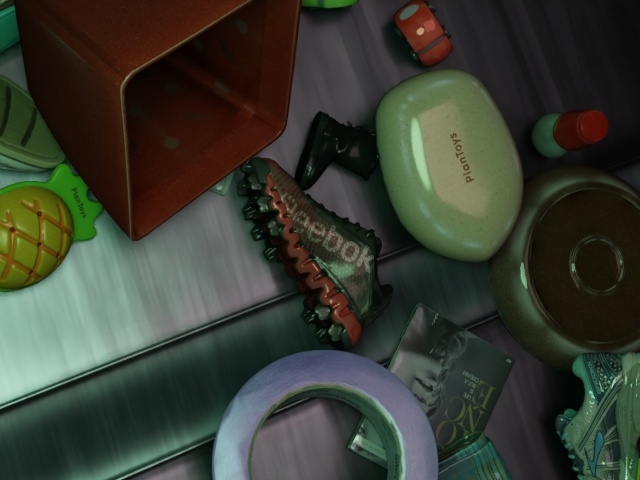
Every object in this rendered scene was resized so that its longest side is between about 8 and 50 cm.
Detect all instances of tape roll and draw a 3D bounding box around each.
[{"bbox_3d":[0.002,0.277,1.235,0.275,0.090,0.274,2,72,-6],"label":"tape roll"}]

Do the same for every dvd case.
[{"bbox_3d":[0.154,0.220,1.359,0.164,0.018,0.221,31,75,-11],"label":"dvd case"}]

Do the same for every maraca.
[{"bbox_3d":[-0.342,-0.015,1.195,0.186,0.099,0.127,-37,128,-32],"label":"maraca"}]

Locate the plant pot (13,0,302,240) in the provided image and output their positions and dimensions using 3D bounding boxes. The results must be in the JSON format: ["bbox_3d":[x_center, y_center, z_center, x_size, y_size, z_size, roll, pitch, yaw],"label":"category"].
[{"bbox_3d":[-0.203,-0.214,1.163,0.236,0.267,0.267,38,57,20],"label":"plant pot"}]

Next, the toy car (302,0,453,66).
[{"bbox_3d":[0.073,-0.345,1.362,0.225,0.053,0.239,-4,114,-2],"label":"toy car"}]

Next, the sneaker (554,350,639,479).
[{"bbox_3d":[0.389,0.287,1.394,0.122,0.110,0.283,8,95,22],"label":"sneaker"}]

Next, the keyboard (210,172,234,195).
[{"bbox_3d":[-0.229,-0.136,1.294,0.256,0.014,0.072,21,72,-14],"label":"keyboard"}]

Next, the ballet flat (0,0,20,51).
[{"bbox_3d":[-0.349,-0.318,1.237,0.316,0.107,0.106,-27,65,-21],"label":"ballet flat"}]

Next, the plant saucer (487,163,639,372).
[{"bbox_3d":[0.391,0.038,1.445,0.311,0.050,0.310,2,83,-17],"label":"plant saucer"}]

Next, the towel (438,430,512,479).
[{"bbox_3d":[0.190,0.472,1.313,0.271,0.040,0.370,-28,93,-15],"label":"towel"}]

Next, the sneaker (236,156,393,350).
[{"bbox_3d":[0.000,0.000,1.300,0.135,0.097,0.276,-33,95,-19],"label":"sneaker"}]

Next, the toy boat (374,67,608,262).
[{"bbox_3d":[0.232,-0.114,1.375,0.318,0.148,0.267,-17,94,-13],"label":"toy boat"}]

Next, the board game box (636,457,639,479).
[{"bbox_3d":[0.476,0.309,1.368,0.181,0.043,0.092,-23,117,-55],"label":"board game box"}]

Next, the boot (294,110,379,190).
[{"bbox_3d":[0.026,-0.109,1.354,0.099,0.045,0.121,22,78,-19],"label":"boot"}]

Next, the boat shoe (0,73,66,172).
[{"bbox_3d":[-0.450,-0.149,1.174,0.302,0.103,0.113,26,42,-32],"label":"boat shoe"}]
